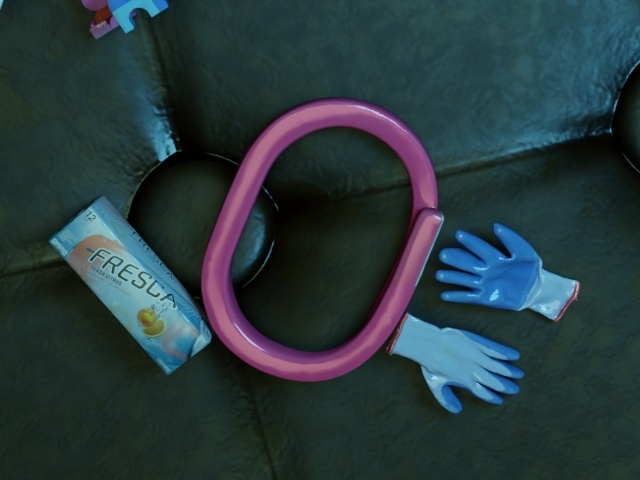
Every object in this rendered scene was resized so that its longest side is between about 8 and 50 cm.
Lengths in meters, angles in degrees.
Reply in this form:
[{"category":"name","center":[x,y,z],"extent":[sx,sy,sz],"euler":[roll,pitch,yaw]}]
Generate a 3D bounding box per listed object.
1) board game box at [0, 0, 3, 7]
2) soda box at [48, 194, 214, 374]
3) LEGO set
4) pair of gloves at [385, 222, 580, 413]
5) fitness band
[{"category":"board game box","center":[-0.363,-0.303,0.986],"extent":[0.201,0.035,0.136],"euler":[20,79,-29]},{"category":"soda box","center":[-0.187,0.044,1.122],"extent":[0.058,0.063,0.183],"euler":[-39,100,11]},{"category":"LEGO set","center":[-0.140,-0.274,1.016],"extent":[0.227,0.087,0.093],"euler":[-30,114,8]},{"category":"pair of gloves","center":[0.161,0.083,1.119],"extent":[0.159,0.023,0.198],"euler":[24,103,-18]},{"category":"fitness band","center":[0.000,0.000,1.111],"extent":[0.209,0.054,0.291],"euler":[24,103,-1]}]
